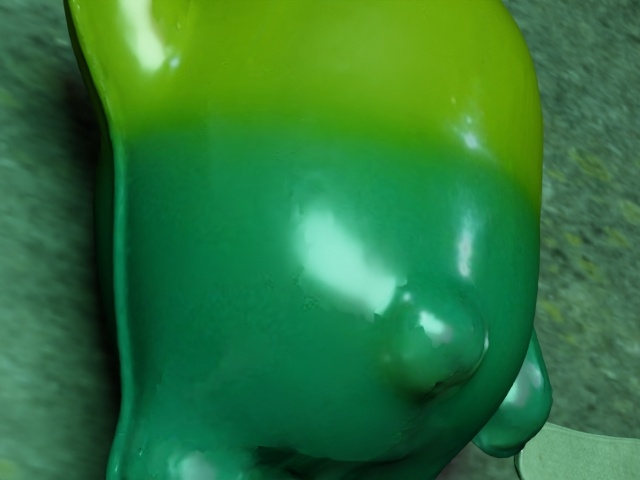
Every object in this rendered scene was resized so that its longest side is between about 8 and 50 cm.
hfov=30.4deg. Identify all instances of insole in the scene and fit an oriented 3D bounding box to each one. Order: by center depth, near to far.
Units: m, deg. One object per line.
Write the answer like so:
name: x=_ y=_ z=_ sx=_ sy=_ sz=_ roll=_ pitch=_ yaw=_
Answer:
insole: x=0.205 y=0.163 z=0.812 sx=0.192 sy=0.010 sz=0.063 roll=21 pitch=65 yaw=-31

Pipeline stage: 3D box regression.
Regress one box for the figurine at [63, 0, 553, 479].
figurine: x=0.000 y=0.000 z=0.571 sx=0.324 sy=0.231 sz=0.340 roll=23 pitch=69 yaw=-31
